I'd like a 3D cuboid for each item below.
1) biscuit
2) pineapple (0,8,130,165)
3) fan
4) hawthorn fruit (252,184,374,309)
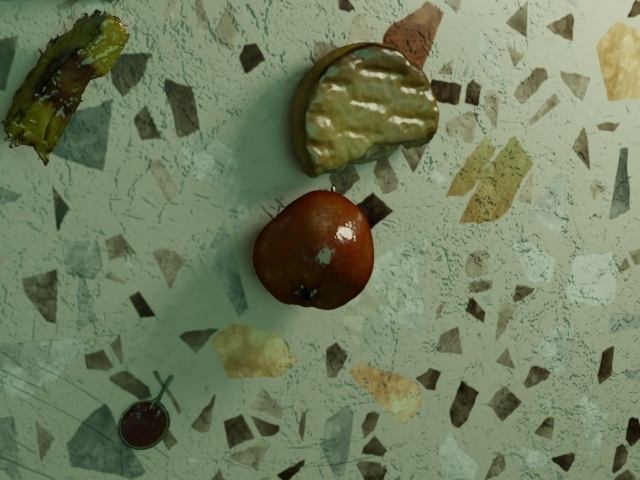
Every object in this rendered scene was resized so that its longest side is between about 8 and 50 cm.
[{"bbox_3d":[0.071,-0.224,1.518,0.274,0.091,0.213,-11,106,-25],"label":"biscuit"},{"bbox_3d":[-0.359,-0.225,1.270,0.233,0.135,0.079,-52,127,-2],"label":"pineapple"},{"bbox_3d":[-0.272,0.276,1.463,0.085,0.005,0.133,31,84,-28],"label":"fan"},{"bbox_3d":[0.000,0.000,1.483,0.196,0.196,0.226,34,57,-28],"label":"hawthorn fruit"}]
